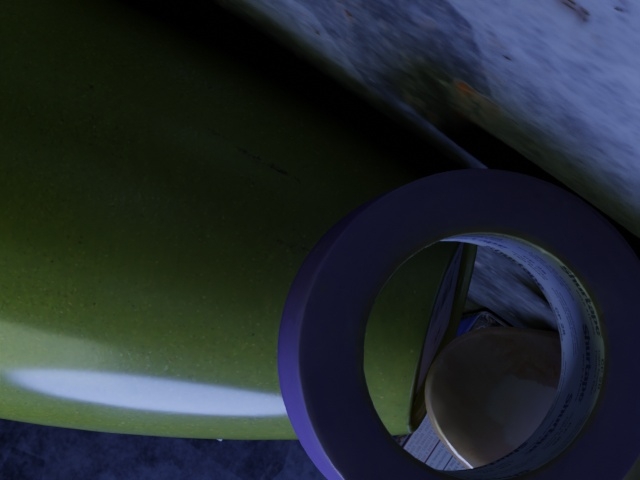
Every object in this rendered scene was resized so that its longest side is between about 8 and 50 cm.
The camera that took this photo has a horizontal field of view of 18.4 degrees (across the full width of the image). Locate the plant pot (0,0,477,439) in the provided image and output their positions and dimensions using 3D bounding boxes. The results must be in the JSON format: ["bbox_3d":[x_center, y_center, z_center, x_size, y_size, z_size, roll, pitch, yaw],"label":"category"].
[{"bbox_3d":[-0.065,0.008,1.167,0.293,0.275,0.275,16,169,12],"label":"plant pot"}]

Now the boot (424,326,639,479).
[{"bbox_3d":[0.139,0.102,1.204,0.295,0.104,0.211,22,-177,-30],"label":"boot"}]

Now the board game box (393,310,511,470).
[{"bbox_3d":[0.168,0.231,1.531,0.291,0.232,0.141,35,173,-3],"label":"board game box"}]

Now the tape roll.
[{"bbox_3d":[0.075,0.059,1.014,0.189,0.189,0.080,35,172,-5],"label":"tape roll"}]
